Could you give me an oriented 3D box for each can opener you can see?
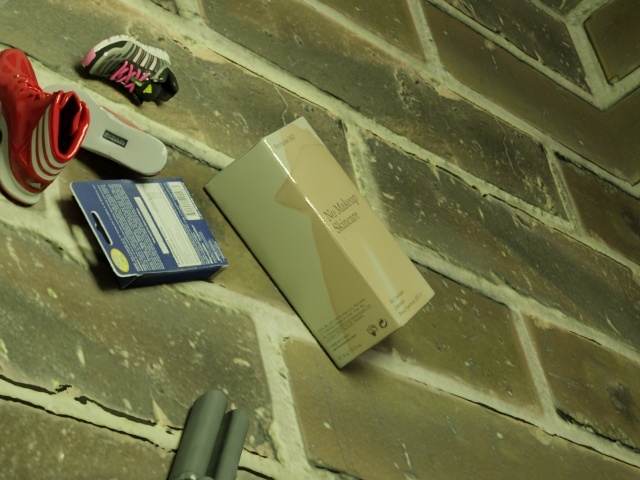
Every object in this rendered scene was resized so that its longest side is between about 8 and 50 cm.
[{"bbox_3d":[-0.116,0.261,1.812,0.076,0.095,0.283,44,30,-19],"label":"can opener"}]

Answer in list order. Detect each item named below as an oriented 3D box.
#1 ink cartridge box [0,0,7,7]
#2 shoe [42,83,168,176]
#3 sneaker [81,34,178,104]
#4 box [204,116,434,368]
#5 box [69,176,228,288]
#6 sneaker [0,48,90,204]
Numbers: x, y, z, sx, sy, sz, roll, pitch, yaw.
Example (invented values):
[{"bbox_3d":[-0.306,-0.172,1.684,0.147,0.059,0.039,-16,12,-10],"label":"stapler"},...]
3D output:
[{"bbox_3d":[-0.385,-0.320,1.908,0.088,0.234,0.193,42,31,-18],"label":"ink cartridge box"},{"bbox_3d":[-0.271,-0.132,2.063,0.178,0.063,0.081,29,-6,-3],"label":"shoe"},{"bbox_3d":[-0.244,-0.220,2.188,0.075,0.063,0.170,57,23,20],"label":"sneaker"},{"bbox_3d":[0.000,0.000,2.247,0.311,0.121,0.148,53,29,-1],"label":"box"},{"bbox_3d":[-0.216,-0.012,2.026,0.225,0.036,0.136,-4,61,-59],"label":"box"},{"bbox_3d":[-0.320,-0.158,1.937,0.087,0.128,0.221,22,43,-46],"label":"sneaker"}]
